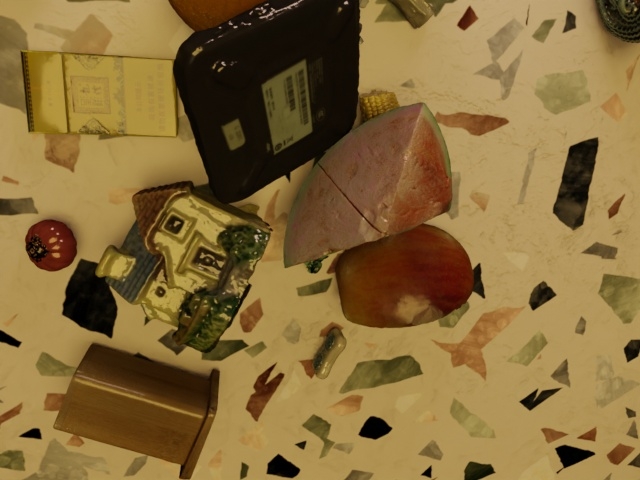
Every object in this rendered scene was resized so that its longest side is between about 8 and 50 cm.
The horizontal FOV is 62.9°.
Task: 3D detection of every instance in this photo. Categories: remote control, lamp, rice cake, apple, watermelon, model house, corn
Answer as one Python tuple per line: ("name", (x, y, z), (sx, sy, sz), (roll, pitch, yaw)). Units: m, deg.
("remote control", (0.020, 0.278, 1.289), (0.032, 0.074, 0.122), (25, 100, -21))
("lamp", (-0.549, 0.010, 1.066), (0.107, 0.092, 0.107), (6, 106, 22))
("rice cake", (0.132, -0.538, 1.064), (0.256, 0.052, 0.057), (39, 125, -21))
("apple", (0.207, 0.079, 1.226), (0.346, 0.179, 0.254), (-15, 72, -8))
("watermelon", (0.117, -0.069, 1.073), (0.222, 0.292, 0.319), (31, 60, -39))
("model house", (-0.282, 0.034, 1.048), (0.266, 0.261, 0.321), (29, 93, -17))
("corn", (0.152, -0.209, 1.152), (0.093, 0.093, 0.244), (-23, 110, -5))

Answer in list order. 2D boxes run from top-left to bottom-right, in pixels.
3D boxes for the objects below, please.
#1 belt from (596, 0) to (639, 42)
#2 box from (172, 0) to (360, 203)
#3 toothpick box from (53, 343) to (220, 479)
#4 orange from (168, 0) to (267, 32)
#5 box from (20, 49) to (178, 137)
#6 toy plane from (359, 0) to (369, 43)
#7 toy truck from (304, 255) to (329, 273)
("belt", (0.685, -0.552, 1.103), (0.160, 0.207, 0.295), (-28, 126, -7))
("box", (-0.075, -0.255, 0.938), (0.350, 0.091, 0.359), (-37, 150, -21))
("toothpick box", (-0.401, 0.368, 1.174), (0.308, 0.187, 0.190), (22, 103, -14))
("orange", (-0.146, -0.481, 0.903), (0.274, 0.274, 0.274), (-4, 108, -11))
("box", (-0.425, -0.285, 1.028), (0.279, 0.041, 0.153), (-1, 109, -13))
("toy plane", (0.004, -0.413, 1.042), (0.273, 0.107, 0.182), (-47, 124, 2))
("toy truck", (0.001, -0.001, 1.203), (0.080, 0.078, 0.154), (37, 110, -13))
